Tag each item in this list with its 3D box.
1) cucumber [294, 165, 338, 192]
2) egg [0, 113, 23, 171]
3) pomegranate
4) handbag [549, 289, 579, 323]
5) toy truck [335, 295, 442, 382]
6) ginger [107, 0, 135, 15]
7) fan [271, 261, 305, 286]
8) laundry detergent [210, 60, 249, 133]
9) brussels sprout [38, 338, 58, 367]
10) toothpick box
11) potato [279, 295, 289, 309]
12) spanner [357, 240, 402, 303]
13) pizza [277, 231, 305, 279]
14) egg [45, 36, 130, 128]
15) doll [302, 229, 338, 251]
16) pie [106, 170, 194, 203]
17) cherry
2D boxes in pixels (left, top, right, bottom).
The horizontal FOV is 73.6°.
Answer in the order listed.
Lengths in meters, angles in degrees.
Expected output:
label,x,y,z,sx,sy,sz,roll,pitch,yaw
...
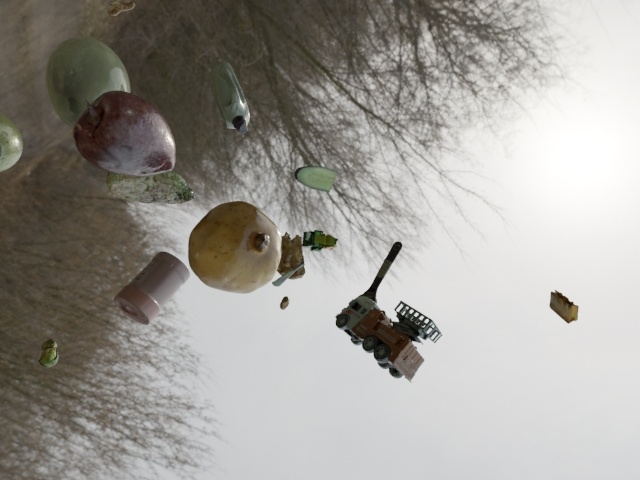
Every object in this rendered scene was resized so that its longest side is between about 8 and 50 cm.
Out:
label,x,y,z,sx,sy,sz,roll,pitch,yaw
cucumber,-0.032,-0.297,1.977,0.063,0.244,0.115,25,-78,41
egg,-0.910,-0.264,1.118,0.177,0.177,0.228,-31,169,23
pomegranate,-0.277,0.024,1.476,0.342,0.342,0.342,-33,-153,19
handbag,0.651,0.177,1.150,0.027,0.061,0.083,-19,-149,-5
toy truck,0.118,0.164,0.795,0.115,0.080,0.178,-48,-142,-11
ginger,-0.697,-0.817,1.484,0.097,0.048,0.030,-22,-123,0
fan,-0.122,0.130,1.634,0.193,0.038,0.016,-39,-135,38
laundry detergent,-0.351,-0.546,1.692,0.105,0.215,0.280,-15,-120,-17
brussels sprout,-0.760,0.311,1.195,0.051,0.046,0.083,-52,-130,27
toothpick box,-0.391,0.110,1.004,0.098,0.098,0.149,-15,-149,45
potato,-0.180,0.316,2.179,0.046,0.045,0.092,-26,148,-45
spanner,0.244,0.142,1.701,0.087,0.024,0.315,27,-98,39
pizza,-0.164,0.074,2.055,0.323,0.089,0.223,14,-78,60
egg,-0.792,-0.530,1.468,0.258,0.258,0.352,-24,-105,34
doll,-0.003,0.002,2.119,0.134,0.186,0.106,141,-44,-67
pie,-0.615,-0.194,1.539,0.303,0.303,0.066,-16,-113,44
cherry,-0.522,-0.279,1.166,0.230,0.300,0.203,-31,-124,18
